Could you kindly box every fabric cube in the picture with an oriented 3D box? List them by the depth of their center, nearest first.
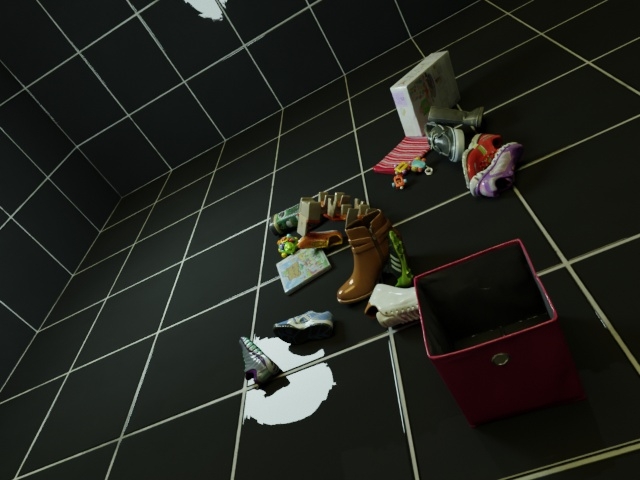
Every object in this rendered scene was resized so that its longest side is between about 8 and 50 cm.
[{"bbox_3d":[0.380,0.204,1.101,0.254,0.258,0.259,-22,32,18],"label":"fabric cube"}]

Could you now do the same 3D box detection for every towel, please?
[{"bbox_3d":[0.371,-0.375,2.169,0.275,0.031,0.199,-45,33,-18],"label":"towel"}]

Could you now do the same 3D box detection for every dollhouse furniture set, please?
[{"bbox_3d":[0.046,-0.090,1.929,0.259,0.135,0.262,-1,19,-26],"label":"dollhouse furniture set"}]

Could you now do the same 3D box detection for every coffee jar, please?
[{"bbox_3d":[-0.134,-0.091,2.196,0.184,0.079,0.096,-22,34,18],"label":"coffee jar"}]

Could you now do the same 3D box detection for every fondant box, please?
[{"bbox_3d":[0.469,-0.645,2.225,0.096,0.238,0.330,12,48,46],"label":"fondant box"}]

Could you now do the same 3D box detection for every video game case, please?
[{"bbox_3d":[-0.067,0.097,1.917,0.193,0.023,0.212,-32,30,3],"label":"video game case"}]

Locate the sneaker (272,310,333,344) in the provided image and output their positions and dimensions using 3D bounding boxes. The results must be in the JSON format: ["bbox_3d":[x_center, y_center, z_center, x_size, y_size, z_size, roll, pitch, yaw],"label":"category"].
[{"bbox_3d":[-0.052,0.274,1.608,0.211,0.080,0.081,-8,31,21],"label":"sneaker"}]

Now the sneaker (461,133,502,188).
[{"bbox_3d":[0.577,-0.292,1.785,0.118,0.107,0.279,3,48,33],"label":"sneaker"}]

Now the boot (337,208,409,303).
[{"bbox_3d":[0.132,0.053,1.591,0.283,0.220,0.109,-33,30,2],"label":"boot"}]

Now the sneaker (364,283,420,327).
[{"bbox_3d":[0.239,0.201,1.411,0.290,0.106,0.123,-2,48,56],"label":"sneaker"}]

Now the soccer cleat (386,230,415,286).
[{"bbox_3d":[0.228,0.060,1.547,0.072,0.179,0.060,-18,3,31],"label":"soccer cleat"}]

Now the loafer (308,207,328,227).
[{"bbox_3d":[-0.010,-0.099,2.123,0.170,0.062,0.061,-29,8,2],"label":"loafer"}]

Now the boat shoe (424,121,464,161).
[{"bbox_3d":[0.475,-0.386,1.973,0.119,0.121,0.335,1,24,-1],"label":"boat shoe"}]

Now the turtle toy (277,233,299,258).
[{"bbox_3d":[-0.129,0.020,2.044,0.095,0.066,0.130,-35,30,-2],"label":"turtle toy"}]

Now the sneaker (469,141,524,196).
[{"bbox_3d":[0.607,-0.225,1.674,0.236,0.095,0.104,-46,38,-11],"label":"sneaker"}]

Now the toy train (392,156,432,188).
[{"bbox_3d":[0.356,-0.262,2.011,0.166,0.046,0.125,-20,58,3],"label":"toy train"}]

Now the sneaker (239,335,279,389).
[{"bbox_3d":[-0.223,0.382,1.604,0.098,0.083,0.223,-47,33,-13],"label":"sneaker"}]

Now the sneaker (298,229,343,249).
[{"bbox_3d":[0.000,0.000,1.912,0.175,0.064,0.067,-14,27,-3],"label":"sneaker"}]

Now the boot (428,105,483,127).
[{"bbox_3d":[0.546,-0.503,2.036,0.208,0.076,0.189,6,22,19],"label":"boot"}]
